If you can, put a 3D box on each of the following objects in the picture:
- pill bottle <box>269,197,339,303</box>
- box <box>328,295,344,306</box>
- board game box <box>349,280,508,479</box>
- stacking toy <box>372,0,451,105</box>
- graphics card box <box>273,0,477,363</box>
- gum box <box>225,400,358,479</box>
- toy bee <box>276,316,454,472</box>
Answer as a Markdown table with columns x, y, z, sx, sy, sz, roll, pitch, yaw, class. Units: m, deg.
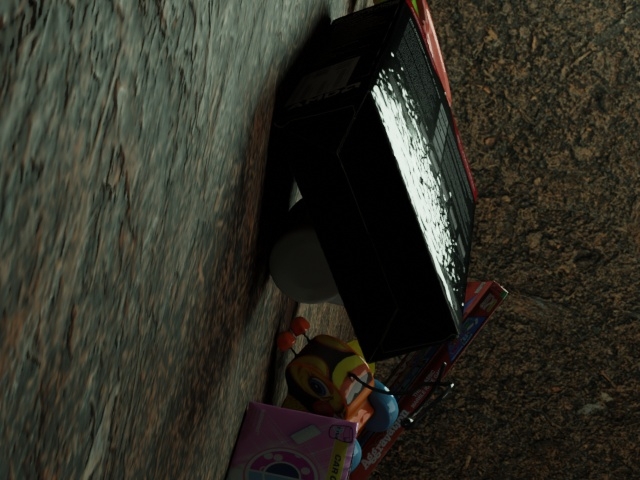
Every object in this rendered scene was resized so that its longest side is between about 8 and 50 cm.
| x | y | z | sx | sy | sz | roll | pitch | yaw | class |
| --- | --- | --- | --- | --- | --- | --- | --- | --- | --- |
| 0.000 | 0.000 | 1.358 | 0.137 | 0.078 | 0.078 | -67 | 168 | -68 | pill bottle |
| 0.074 | 0.015 | 1.680 | 0.181 | 0.182 | 0.119 | -44 | 148 | -83 | box |
| 0.111 | 0.165 | 1.716 | 0.281 | 0.027 | 0.145 | -52 | -175 | -7 | board game box |
| 0.068 | -0.246 | 1.796 | 0.309 | 0.130 | 0.279 | -76 | 149 | -69 | stacking toy |
| 0.064 | -0.071 | 1.332 | 0.371 | 0.094 | 0.233 | -72 | 144 | -67 | graphics card box |
| -0.035 | 0.242 | 1.316 | 0.188 | 0.107 | 0.062 | -74 | 173 | -49 | gum box |
| 0.012 | 0.159 | 1.564 | 0.298 | 0.162 | 0.195 | -46 | 178 | 32 | toy bee |
